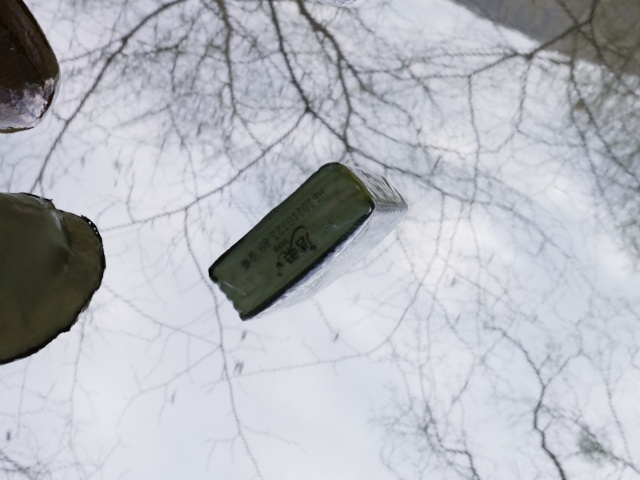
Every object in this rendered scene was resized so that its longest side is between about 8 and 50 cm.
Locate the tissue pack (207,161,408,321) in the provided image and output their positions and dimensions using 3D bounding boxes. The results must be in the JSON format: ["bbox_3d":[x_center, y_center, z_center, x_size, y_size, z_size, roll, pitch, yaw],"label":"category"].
[{"bbox_3d":[0.000,0.000,0.991,0.081,0.185,0.257,50,-168,8],"label":"tissue pack"}]

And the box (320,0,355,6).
[{"bbox_3d":[-0.069,-0.338,0.843,0.259,0.071,0.168,7,-102,-25],"label":"box"}]

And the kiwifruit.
[{"bbox_3d":[-0.209,-0.119,0.540,0.075,0.124,0.075,-12,-133,13],"label":"kiwifruit"}]

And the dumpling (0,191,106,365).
[{"bbox_3d":[-0.308,0.044,0.809,0.247,0.142,0.172,-25,-123,-36],"label":"dumpling"}]
